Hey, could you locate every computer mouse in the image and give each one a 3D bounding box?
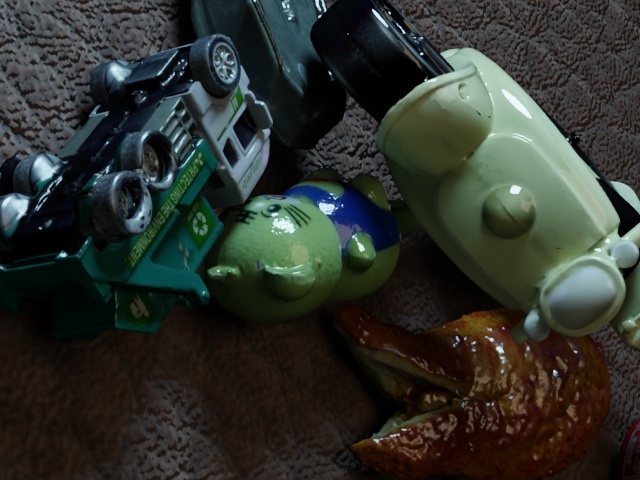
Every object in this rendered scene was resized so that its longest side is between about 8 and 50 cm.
[{"bbox_3d":[-0.050,-0.162,1.026,0.126,0.071,0.231,27,42,-55],"label":"computer mouse"}]

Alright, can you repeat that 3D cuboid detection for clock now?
[{"bbox_3d":[0.153,-0.037,1.071,0.276,0.120,0.379,54,19,24],"label":"clock"}]

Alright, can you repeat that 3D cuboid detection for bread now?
[{"bbox_3d":[0.124,0.112,1.080,0.269,0.095,0.139,7,62,-46],"label":"bread"}]

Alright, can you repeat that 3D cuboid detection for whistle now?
[{"bbox_3d":[0.000,0.000,0.982,0.227,0.105,0.085,-20,114,-51],"label":"whistle"}]

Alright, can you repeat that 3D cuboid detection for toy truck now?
[{"bbox_3d":[-0.107,-0.024,0.872,0.116,0.110,0.216,62,37,-29],"label":"toy truck"}]

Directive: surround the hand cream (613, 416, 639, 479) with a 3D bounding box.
[{"bbox_3d":[0.368,0.238,1.262,0.230,0.149,0.230,22,60,-43],"label":"hand cream"}]
